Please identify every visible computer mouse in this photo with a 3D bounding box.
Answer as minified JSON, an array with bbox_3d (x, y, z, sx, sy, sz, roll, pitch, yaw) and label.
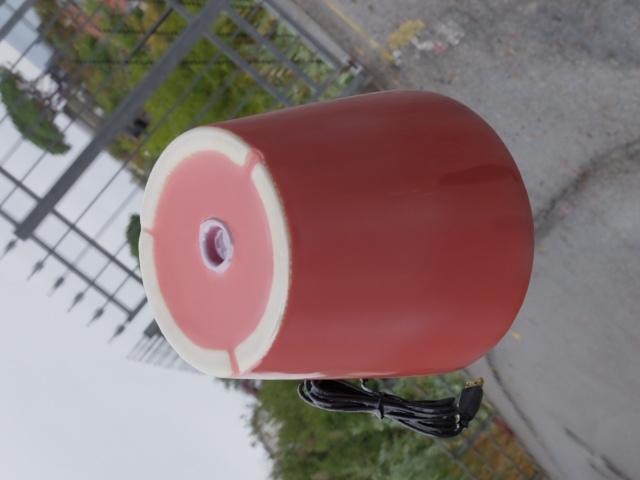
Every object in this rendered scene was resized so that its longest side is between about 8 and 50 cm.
[{"bbox_3d":[0.093,0.112,1.028,0.184,0.060,0.262,15,-155,8],"label":"computer mouse"}]

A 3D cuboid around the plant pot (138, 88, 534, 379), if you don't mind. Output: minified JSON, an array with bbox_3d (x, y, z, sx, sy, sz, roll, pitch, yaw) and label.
[{"bbox_3d":[0.000,0.000,0.801,0.243,0.275,0.275,-5,-148,-43],"label":"plant pot"}]
